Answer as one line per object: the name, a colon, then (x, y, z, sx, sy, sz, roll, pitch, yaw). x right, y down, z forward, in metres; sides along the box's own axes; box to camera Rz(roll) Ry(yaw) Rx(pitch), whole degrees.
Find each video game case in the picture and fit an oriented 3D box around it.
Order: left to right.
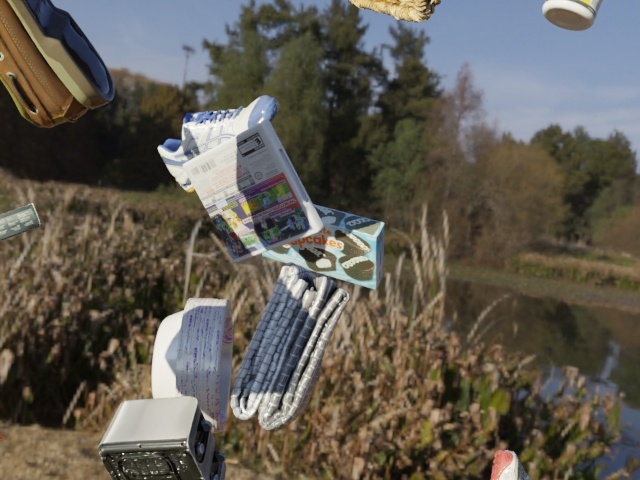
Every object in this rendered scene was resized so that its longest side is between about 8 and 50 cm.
video game case: (-0.108, -0.071, 1.194, 0.201, 0.183, 0.023, -20, 12, 42)

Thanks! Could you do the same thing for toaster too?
toaster: (-0.256, 0.351, 1.246, 0.186, 0.168, 0.110, -7, 33, 14)

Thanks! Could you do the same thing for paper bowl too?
paper bowl: (-0.271, 0.263, 1.643, 0.148, 0.284, 0.284, 3, 4, 0)

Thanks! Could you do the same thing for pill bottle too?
pill bottle: (0.509, -0.509, 1.487, 0.103, 0.184, 0.103, 23, -5, 2)

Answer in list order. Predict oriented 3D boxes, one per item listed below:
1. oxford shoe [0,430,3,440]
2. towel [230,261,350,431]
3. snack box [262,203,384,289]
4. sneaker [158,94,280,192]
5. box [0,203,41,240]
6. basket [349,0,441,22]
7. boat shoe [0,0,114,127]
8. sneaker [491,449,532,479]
oxford shoe: (-0.661, 0.223, 1.186, 0.364, 0.132, 0.130, 40, -30, -8)
towel: (-0.044, 0.192, 1.360, 0.121, 0.283, 0.235, 22, -7, 8)
snack box: (0.000, 0.000, 1.926, 0.322, 0.187, 0.060, 15, 47, 19)
sneaker: (-0.215, -0.215, 1.552, 0.296, 0.131, 0.112, -34, 14, 29)
box: (-0.689, -0.008, 1.547, 0.220, 0.051, 0.175, -25, 9, -28)
basket: (0.094, -0.474, 1.102, 0.213, 0.223, 0.299, 37, 7, -30)
boat shoe: (-0.344, -0.247, 0.793, 0.105, 0.307, 0.110, -24, 30, 11)
sneaker: (0.279, 0.340, 0.957, 0.093, 0.225, 0.088, -20, 28, 29)
